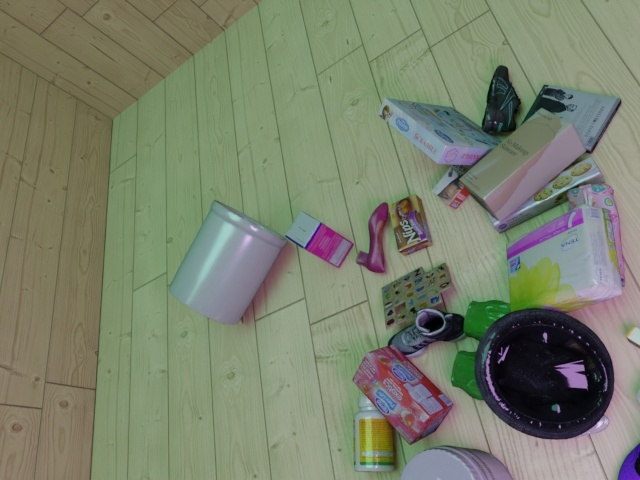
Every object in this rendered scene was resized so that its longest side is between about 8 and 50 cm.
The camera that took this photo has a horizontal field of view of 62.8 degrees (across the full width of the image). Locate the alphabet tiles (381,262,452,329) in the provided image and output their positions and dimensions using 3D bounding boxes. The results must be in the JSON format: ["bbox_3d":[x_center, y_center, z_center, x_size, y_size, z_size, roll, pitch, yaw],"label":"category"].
[{"bbox_3d":[0.298,0.161,1.649,0.237,0.009,0.198,-31,28,21],"label":"alphabet tiles"}]

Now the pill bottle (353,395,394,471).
[{"bbox_3d":[0.155,0.570,1.549,0.118,0.118,0.208,-16,60,31],"label":"pill bottle"}]

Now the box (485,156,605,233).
[{"bbox_3d":[0.651,-0.128,1.531,0.324,0.063,0.067,-29,53,24],"label":"box"}]

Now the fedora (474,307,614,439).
[{"bbox_3d":[0.534,0.324,1.304,0.335,0.152,0.333,0,80,1],"label":"fedora"}]

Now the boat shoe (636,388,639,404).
[{"bbox_3d":[0.819,0.301,1.190,0.227,0.081,0.079,-49,56,18],"label":"boat shoe"}]

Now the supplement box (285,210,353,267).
[{"bbox_3d":[0.000,0.000,1.866,0.111,0.220,0.113,32,89,41],"label":"supplement box"}]

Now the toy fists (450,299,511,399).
[{"bbox_3d":[0.468,0.303,1.453,0.142,0.096,0.278,7,76,47],"label":"toy fists"}]

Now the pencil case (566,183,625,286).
[{"bbox_3d":[0.723,-0.009,1.385,0.124,0.124,0.283,-8,64,35],"label":"pencil case"}]

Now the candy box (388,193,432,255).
[{"bbox_3d":[0.302,-0.053,1.772,0.109,0.053,0.186,-24,55,27],"label":"candy box"}]

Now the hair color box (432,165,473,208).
[{"bbox_3d":[0.454,-0.197,1.706,0.167,0.053,0.093,-55,47,18],"label":"hair color box"}]

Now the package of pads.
[{"bbox_3d":[0.604,0.070,1.335,0.296,0.101,0.229,134,145,-58],"label":"package of pads"}]

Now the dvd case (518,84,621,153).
[{"bbox_3d":[0.749,-0.374,1.595,0.239,0.030,0.179,30,89,41],"label":"dvd case"}]

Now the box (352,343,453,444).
[{"bbox_3d":[0.231,0.435,1.507,0.257,0.128,0.122,43,121,34],"label":"box"}]

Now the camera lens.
[{"bbox_3d":[0.339,0.619,1.279,0.220,0.274,0.219,-17,60,31],"label":"camera lens"}]

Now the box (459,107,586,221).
[{"bbox_3d":[0.580,-0.218,1.519,0.311,0.121,0.148,-43,35,8],"label":"box"}]

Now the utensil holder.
[{"bbox_3d":[-0.359,0.088,2.035,0.328,0.328,0.385,29,91,42],"label":"utensil holder"}]

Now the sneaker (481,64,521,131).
[{"bbox_3d":[0.600,-0.460,1.725,0.106,0.101,0.267,12,68,10],"label":"sneaker"}]

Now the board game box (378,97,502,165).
[{"bbox_3d":[0.397,-0.343,1.667,0.318,0.318,0.065,52,133,41],"label":"board game box"}]

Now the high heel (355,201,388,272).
[{"bbox_3d":[0.212,-0.010,1.803,0.117,0.082,0.243,19,80,37],"label":"high heel"}]

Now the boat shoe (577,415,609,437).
[{"bbox_3d":[0.651,0.453,1.278,0.100,0.035,0.035,-31,54,23],"label":"boat shoe"}]

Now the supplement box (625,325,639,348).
[{"bbox_3d":[0.788,0.251,1.251,0.036,0.062,0.098,-54,47,3],"label":"supplement box"}]

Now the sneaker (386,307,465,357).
[{"bbox_3d":[0.294,0.268,1.559,0.269,0.153,0.101,-25,56,26],"label":"sneaker"}]

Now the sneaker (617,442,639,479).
[{"bbox_3d":[0.737,0.459,1.136,0.102,0.146,0.293,37,93,42],"label":"sneaker"}]
